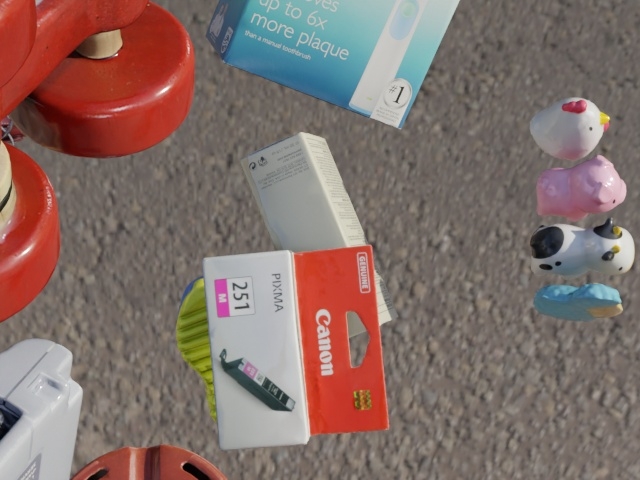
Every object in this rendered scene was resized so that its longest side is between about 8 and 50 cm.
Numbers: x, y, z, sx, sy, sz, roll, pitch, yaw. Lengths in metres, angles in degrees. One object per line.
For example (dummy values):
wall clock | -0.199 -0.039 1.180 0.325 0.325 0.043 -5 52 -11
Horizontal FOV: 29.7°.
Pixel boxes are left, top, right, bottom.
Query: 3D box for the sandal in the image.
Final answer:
sandal | -0.174 0.183 2.115 0.126 0.317 0.138 -7 36 4

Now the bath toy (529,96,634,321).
bath toy | 0.387 -0.062 1.788 0.151 0.129 0.348 3 70 -3

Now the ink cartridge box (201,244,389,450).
ink cartridge box | -0.034 0.149 1.702 0.239 0.060 0.275 -6 88 5

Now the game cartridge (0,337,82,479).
game cartridge | -0.236 0.210 0.675 0.060 0.196 0.294 22 40 12

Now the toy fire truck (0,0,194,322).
toy fire truck | -0.207 -0.115 0.553 0.254 0.169 0.302 23 51 13

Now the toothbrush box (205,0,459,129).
toothbrush box | 0.037 -0.298 1.270 0.216 0.295 0.126 19 15 -22

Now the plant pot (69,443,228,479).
plant pot | -0.179 0.373 1.300 0.272 0.265 0.272 1 50 -1

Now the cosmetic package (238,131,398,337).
cosmetic package | 0.000 0.000 1.833 0.113 0.160 0.309 -22 85 13

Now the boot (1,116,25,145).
boot | -0.390 -0.100 1.269 0.176 0.088 0.244 3 37 -13
